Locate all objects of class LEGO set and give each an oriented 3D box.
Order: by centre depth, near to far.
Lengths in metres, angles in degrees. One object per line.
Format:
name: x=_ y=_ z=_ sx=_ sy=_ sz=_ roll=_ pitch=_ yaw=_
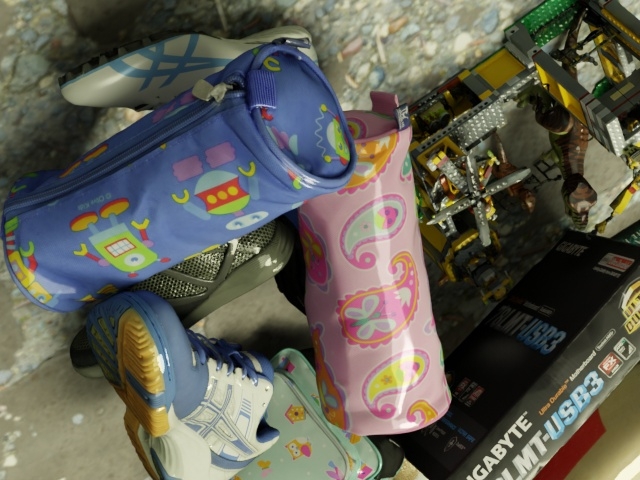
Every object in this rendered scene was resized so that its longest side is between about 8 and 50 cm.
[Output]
LEGO set: x=0.227 y=-0.068 z=1.844 sx=0.331 sy=0.192 sz=0.255 roll=-30 pitch=139 yaw=-13

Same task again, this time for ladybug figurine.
ladybug figurine: x=0.339 y=0.310 z=2.294 sx=0.305 sy=0.162 sz=0.449 roll=10 pitch=118 yaw=-43

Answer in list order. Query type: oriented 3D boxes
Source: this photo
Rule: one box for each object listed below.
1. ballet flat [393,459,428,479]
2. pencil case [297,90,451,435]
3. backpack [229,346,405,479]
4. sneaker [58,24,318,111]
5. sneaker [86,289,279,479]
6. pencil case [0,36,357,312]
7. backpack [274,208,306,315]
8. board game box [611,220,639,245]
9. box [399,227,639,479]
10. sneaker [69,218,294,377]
ballet flat: x=0.135 y=0.271 z=2.173 sx=0.073 sy=0.067 sz=0.206 roll=-41 pitch=140 yaw=1
pencil case: x=0.041 y=0.022 z=1.703 sx=0.124 sy=0.124 sz=0.284 roll=-17 pitch=108 yaw=-26
backpack: x=-0.038 y=0.213 z=1.902 sx=0.188 sy=0.166 sz=0.144 roll=-45 pitch=165 yaw=20
sneaker: x=-0.099 y=-0.126 z=1.610 sx=0.237 sy=0.085 sz=0.086 roll=-8 pitch=87 yaw=-35
sneaker: x=-0.109 y=0.113 z=1.694 sx=0.131 sy=0.112 sz=0.296 roll=-31 pitch=151 yaw=-13
pencil case: x=-0.118 y=-0.046 z=1.554 sx=0.306 sy=0.119 sz=0.133 roll=-25 pitch=137 yaw=32
backpack: x=0.000 y=0.000 z=1.807 sx=0.101 sy=0.098 sz=0.120 roll=-35 pitch=128 yaw=-21
board game box: x=0.363 y=0.030 z=2.090 sx=0.186 sy=0.126 sz=0.026 roll=-32 pitch=142 yaw=-11
box: x=0.202 y=0.122 z=1.923 sx=0.073 sy=0.295 sz=0.293 roll=42 pitch=88 yaw=-10
sneaker: x=-0.148 y=0.022 z=1.724 sx=0.227 sy=0.087 sz=0.130 roll=-34 pitch=119 yaw=17
